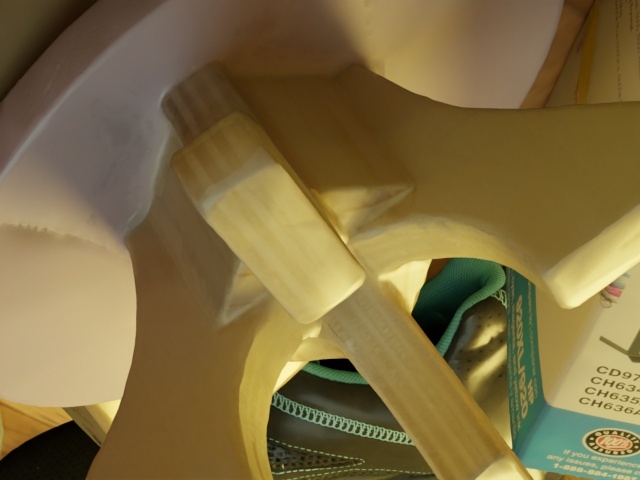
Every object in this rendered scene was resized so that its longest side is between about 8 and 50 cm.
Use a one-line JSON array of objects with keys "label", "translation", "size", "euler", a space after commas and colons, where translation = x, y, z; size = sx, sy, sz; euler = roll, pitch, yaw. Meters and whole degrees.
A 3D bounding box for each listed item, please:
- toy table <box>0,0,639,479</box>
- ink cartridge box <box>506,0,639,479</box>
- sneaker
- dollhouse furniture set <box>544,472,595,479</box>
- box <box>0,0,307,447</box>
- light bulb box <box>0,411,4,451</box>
[{"label": "toy table", "translation": [0.000, 0.000, 0.604], "size": [0.274, 0.161, 0.252], "euler": [-45, 137, 10]}, {"label": "ink cartridge box", "translation": [0.192, -0.019, 0.729], "size": [0.171, 0.168, 0.233], "euler": [10, 140, -6]}, {"label": "sneaker", "translation": [-0.037, 0.090, 0.934], "size": [0.340, 0.125, 0.140], "euler": [-17, 132, 5]}, {"label": "dollhouse furniture set", "translation": [0.117, 0.212, 1.088], "size": [0.212, 0.161, 0.242], "euler": [28, 113, -27]}, {"label": "box", "translation": [-0.108, -0.047, 0.716], "size": [0.148, 0.121, 0.311], "euler": [-43, 139, -12]}, {"label": "light bulb box", "translation": [-0.308, 0.144, 0.827], "size": [0.225, 0.361, 0.358], "euler": [4, 142, 0]}]
